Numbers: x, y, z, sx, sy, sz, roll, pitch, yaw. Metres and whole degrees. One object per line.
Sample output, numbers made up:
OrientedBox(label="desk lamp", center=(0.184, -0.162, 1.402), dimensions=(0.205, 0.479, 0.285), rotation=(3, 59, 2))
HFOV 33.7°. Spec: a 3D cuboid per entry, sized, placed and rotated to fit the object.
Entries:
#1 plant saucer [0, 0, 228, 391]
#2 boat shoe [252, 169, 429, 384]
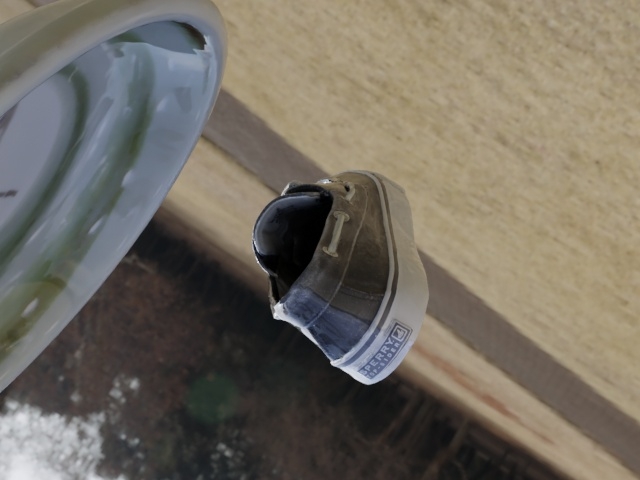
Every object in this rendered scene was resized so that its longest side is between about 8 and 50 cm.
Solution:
OrientedBox(label="plant saucer", center=(-0.220, -0.016, 0.669), dimensions=(0.100, 0.400, 0.400), rotation=(39, 173, 6))
OrientedBox(label="boat shoe", center=(0.000, 0.000, 0.783), dimensions=(0.102, 0.108, 0.301), rotation=(32, -163, -14))
